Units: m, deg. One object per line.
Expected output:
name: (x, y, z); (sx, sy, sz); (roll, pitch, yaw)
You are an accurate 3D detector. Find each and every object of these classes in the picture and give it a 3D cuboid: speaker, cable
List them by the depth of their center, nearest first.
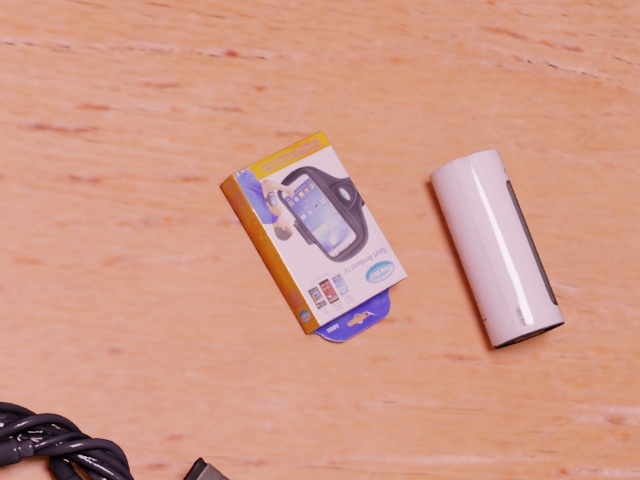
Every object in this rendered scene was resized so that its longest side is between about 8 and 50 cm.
cable: (-0.188, 0.165, 0.865); (0.184, 0.047, 0.150); (28, 65, -12)
speaker: (0.125, 0.005, 1.059); (0.055, 0.055, 0.136); (-14, 78, -28)

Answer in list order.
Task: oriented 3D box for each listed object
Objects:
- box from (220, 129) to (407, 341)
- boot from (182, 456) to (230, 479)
box: (0.000, 0.000, 1.020); (0.081, 0.028, 0.136); (-29, 84, -30)
boot: (-0.044, 0.263, 0.889); (0.161, 0.083, 0.246); (17, 60, -12)
